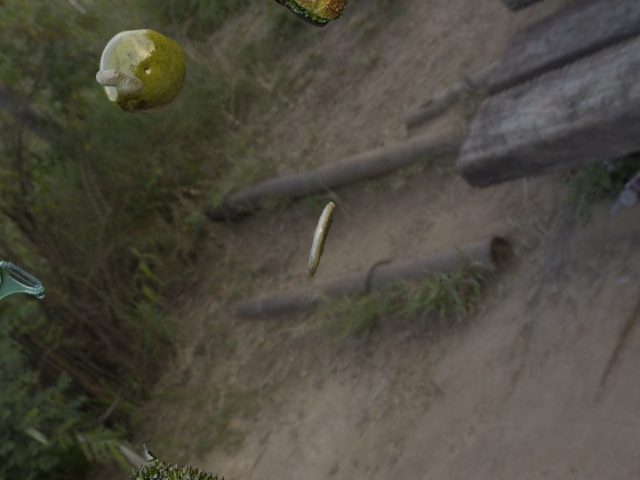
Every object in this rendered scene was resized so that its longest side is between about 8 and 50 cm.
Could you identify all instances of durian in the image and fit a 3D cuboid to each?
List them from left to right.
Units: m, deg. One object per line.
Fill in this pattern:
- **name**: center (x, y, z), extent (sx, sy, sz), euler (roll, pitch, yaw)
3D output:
- **durian**: center (-0.211, 0.426, 1.552), extent (0.137, 0.221, 0.095), euler (-64, 1, -31)

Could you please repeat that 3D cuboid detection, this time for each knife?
- **knife**: center (-0.442, 0.087, 1.305), extent (0.166, 0.078, 0.022), euler (-37, 26, 27)

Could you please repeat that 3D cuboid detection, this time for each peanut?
- **peanut**: center (-0.355, -0.283, 1.719), extent (0.037, 0.083, 0.037), euler (-163, 90, -76)

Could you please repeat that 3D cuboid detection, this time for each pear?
- **pear**: center (-0.398, -0.372, 2.180), extent (0.197, 0.197, 0.197), euler (-41, 23, 22)

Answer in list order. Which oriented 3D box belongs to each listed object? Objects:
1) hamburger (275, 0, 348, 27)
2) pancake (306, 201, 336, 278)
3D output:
- **hamburger**: center (0.003, -0.434, 1.561), extent (0.087, 0.137, 0.166), euler (4, 74, 55)
- **pancake**: center (0.000, 0.000, 1.884), extent (0.158, 0.028, 0.158), euler (18, -90, -88)
